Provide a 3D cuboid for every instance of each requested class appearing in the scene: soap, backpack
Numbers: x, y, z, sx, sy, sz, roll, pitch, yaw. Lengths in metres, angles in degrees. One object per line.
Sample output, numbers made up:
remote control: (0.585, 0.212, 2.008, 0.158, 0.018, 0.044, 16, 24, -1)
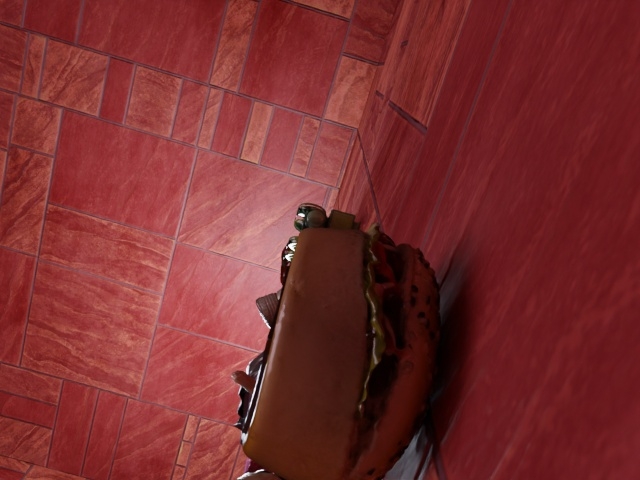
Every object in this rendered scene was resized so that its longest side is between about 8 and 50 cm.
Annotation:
soap: (-0.223, 0.835, 2.353, 0.250, 0.099, 0.162, -82, 16, -71)
backpack: (-0.123, 0.410, 1.718, 0.283, 0.197, 0.317, -73, 3, -56)

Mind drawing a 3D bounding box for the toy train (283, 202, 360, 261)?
toy train: (0.000, 0.000, 1.800, 0.271, 0.189, 0.158, 109, 177, -66)

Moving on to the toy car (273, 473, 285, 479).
toy car: (-0.085, 0.559, 1.485, 0.216, 0.063, 0.103, -76, 4, -48)

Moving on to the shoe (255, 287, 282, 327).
shoe: (-0.030, 0.205, 1.826, 0.132, 0.211, 0.342, 64, -169, 28)

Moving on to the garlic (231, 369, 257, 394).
garlic: (-0.102, 0.352, 1.294, 0.199, 0.226, 0.199, -50, 18, 24)

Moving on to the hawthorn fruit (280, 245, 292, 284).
hawthorn fruit: (-0.033, 0.095, 2.038, 0.243, 0.208, 0.207, 46, -121, -74)

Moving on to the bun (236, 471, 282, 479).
bun: (-0.107, 0.551, 1.084, 0.259, 0.152, 0.259, 12, -90, -81)

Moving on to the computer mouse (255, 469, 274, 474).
computer mouse: (-0.146, 0.665, 1.529, 0.073, 0.122, 0.217, -62, 2, 5)

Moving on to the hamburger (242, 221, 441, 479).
hamburger: (0.026, 0.126, 0.657, 0.300, 0.176, 0.299, -165, 90, -86)
